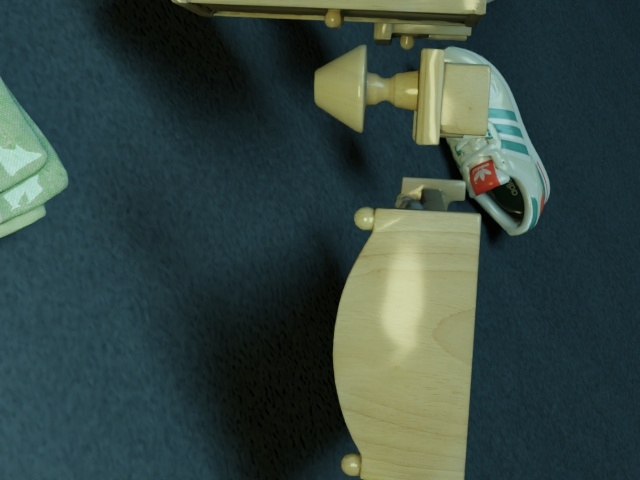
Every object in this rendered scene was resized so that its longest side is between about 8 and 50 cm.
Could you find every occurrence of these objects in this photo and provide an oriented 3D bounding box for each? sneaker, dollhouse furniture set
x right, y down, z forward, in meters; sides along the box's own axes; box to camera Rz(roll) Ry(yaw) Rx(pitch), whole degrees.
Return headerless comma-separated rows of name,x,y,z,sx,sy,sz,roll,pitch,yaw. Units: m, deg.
sneaker,0.128,-0.075,1.041,0.161,0.057,0.075,59,26,-18
dollhouse furniture set,0.000,0.000,0.797,0.303,0.174,0.355,-56,150,-83

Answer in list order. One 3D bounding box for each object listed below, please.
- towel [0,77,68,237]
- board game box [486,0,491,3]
towel,-0.241,-0.073,0.482,0.247,0.038,0.325,61,30,-7
board game box,0.245,-0.403,1.210,0.086,0.302,0.308,39,40,-38
